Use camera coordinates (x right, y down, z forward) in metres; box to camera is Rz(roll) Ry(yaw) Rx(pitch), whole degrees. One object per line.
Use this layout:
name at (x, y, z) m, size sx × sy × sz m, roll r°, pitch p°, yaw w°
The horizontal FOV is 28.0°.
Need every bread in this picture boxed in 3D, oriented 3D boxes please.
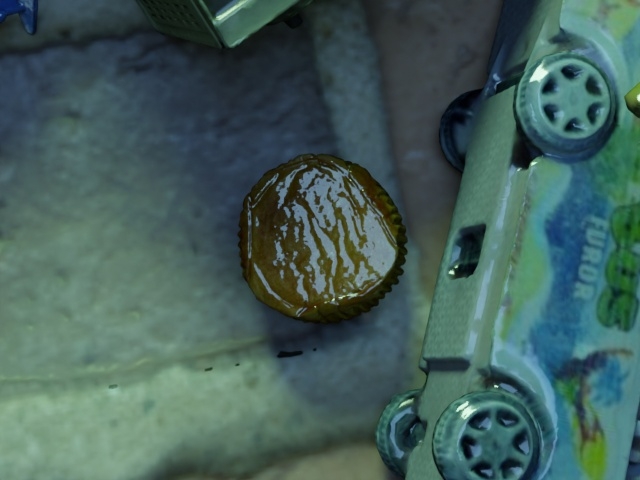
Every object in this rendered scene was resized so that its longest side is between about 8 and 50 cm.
bread at (0.000, 0.000, 0.626) m, size 0.085 × 0.053 × 0.085 m, roll -1°, pitch 86°, yaw 7°

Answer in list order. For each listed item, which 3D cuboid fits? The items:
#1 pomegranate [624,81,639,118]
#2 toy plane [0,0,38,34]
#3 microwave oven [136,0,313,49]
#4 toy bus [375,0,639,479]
pomegranate at (0.300, -0.098, 0.535) m, size 0.358 × 0.216 × 0.310 m, roll -15°, pitch 95°, yaw -41°
toy plane at (-0.221, -0.143, 0.637) m, size 0.167 × 0.054 × 0.062 m, roll 26°, pitch 54°, yaw 1°
microwave oven at (-0.007, -0.190, 0.599) m, size 0.205 × 0.163 × 0.129 m, roll -37°, pitch 109°, yaw -8°
toy bus at (0.119, 0.025, 0.609) m, size 0.135 × 0.109 × 0.330 m, roll 15°, pitch 81°, yaw -13°
